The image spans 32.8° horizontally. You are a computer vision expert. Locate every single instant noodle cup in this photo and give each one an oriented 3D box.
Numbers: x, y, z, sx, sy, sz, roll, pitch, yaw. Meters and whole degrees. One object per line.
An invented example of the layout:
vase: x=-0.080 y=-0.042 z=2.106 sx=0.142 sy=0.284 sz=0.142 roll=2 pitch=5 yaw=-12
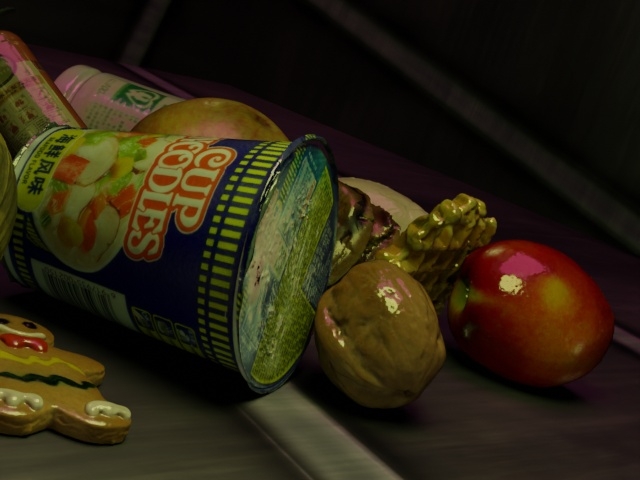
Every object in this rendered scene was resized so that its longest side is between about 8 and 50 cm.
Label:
instant noodle cup: x=-0.169 y=-0.005 z=1.196 sx=0.312 sy=0.284 sz=0.284 roll=13 pitch=10 yaw=18

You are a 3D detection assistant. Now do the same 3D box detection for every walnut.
walnut: x=0.061 y=0.108 z=1.215 sx=0.149 sy=0.166 sz=0.166 roll=-3 pitch=22 yaw=-38

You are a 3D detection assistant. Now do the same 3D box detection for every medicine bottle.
medicine bottle: x=-0.257 y=-0.124 z=1.668 sx=0.325 sy=0.212 sz=0.212 roll=20 pitch=12 yaw=8

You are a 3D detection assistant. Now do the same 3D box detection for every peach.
peach: x=0.292 y=0.100 z=1.495 sx=0.226 sy=0.190 sz=0.196 roll=17 pitch=6 yaw=-12

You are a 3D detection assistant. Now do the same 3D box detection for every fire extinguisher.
fire extinguisher: x=-0.443 y=-0.171 z=1.523 sx=0.376 sy=0.200 sz=0.113 roll=53 pitch=-18 yaw=13

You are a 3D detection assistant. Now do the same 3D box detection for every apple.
apple: x=-0.150 y=-0.059 z=1.423 sx=0.264 sy=0.264 sz=0.264 roll=17 pitch=12 yaw=-4

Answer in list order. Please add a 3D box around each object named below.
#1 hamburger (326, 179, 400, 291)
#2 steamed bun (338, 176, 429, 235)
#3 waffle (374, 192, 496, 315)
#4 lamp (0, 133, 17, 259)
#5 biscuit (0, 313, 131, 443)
hamburger: x=0.000 y=0.000 z=1.535 sx=0.183 sy=0.206 sz=0.130 roll=38 pitch=-20 yaw=50
steamed bun: x=0.068 y=0.002 z=1.703 sx=0.228 sy=0.177 sz=0.131 roll=29 pitch=45 yaw=3
waffle: x=0.132 y=0.034 z=1.490 sx=0.057 sy=0.229 sz=0.219 roll=43 pitch=26 yaw=27
lamp: x=-0.397 y=-0.026 z=1.017 sx=0.250 sy=0.250 sz=0.284 roll=24 pitch=-27 yaw=27
biscuit: x=-0.267 y=0.115 z=0.999 sx=0.158 sy=0.035 sz=0.240 roll=13 pitch=13 yaw=-33
